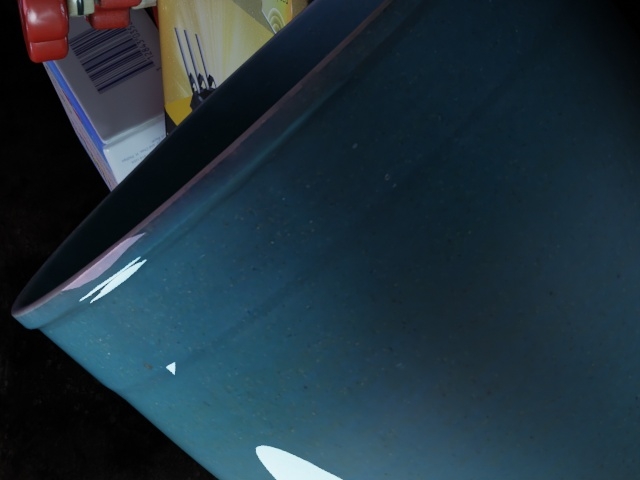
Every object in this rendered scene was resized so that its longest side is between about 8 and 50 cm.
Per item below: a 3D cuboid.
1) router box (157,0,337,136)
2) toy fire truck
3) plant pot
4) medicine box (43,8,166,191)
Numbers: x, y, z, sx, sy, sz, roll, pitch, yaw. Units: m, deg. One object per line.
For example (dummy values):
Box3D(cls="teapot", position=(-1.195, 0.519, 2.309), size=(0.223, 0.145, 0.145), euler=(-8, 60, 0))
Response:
Box3D(cls="router box", position=(-0.023, -0.110, 0.897), size=(0.309, 0.081, 0.242), euler=(-136, 41, -61))
Box3D(cls="toy fire truck", position=(-0.207, -0.309, 1.364), size=(0.302, 0.169, 0.253), euler=(173, 86, -79))
Box3D(cls="plant pot", position=(0.058, 0.026, 0.625), size=(0.255, 0.272, 0.272), euler=(48, 173, -10))
Box3D(cls="medicine box", position=(-0.246, -0.161, 2.011), size=(0.263, 0.149, 0.289), euler=(55, 169, 32))
